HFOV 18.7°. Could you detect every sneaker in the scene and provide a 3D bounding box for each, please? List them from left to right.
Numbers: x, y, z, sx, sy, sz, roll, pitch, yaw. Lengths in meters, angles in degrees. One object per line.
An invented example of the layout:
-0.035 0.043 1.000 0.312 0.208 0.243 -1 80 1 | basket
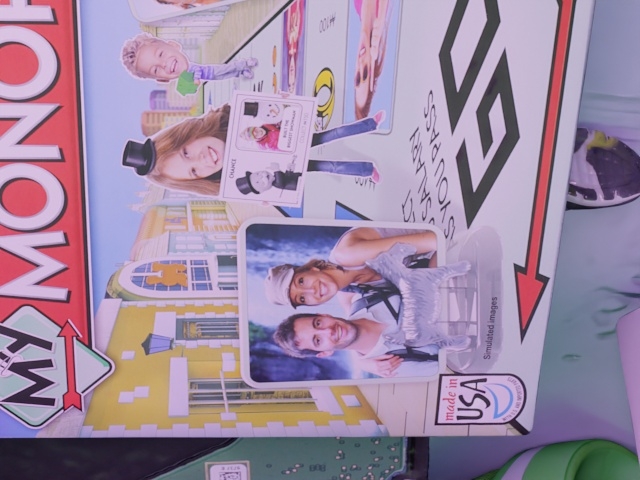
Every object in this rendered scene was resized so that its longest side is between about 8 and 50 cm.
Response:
0.085 -0.024 0.758 0.083 0.031 0.035 2 160 1 | sneaker

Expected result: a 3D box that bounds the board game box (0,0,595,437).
-0.028 -0.073 0.566 0.213 0.046 0.317 0 127 -4 | board game box

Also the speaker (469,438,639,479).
0.046 0.203 1.012 0.296 0.131 0.131 -30 138 35 | speaker

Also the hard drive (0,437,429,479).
-0.075 0.026 0.723 0.237 0.064 0.339 -2 131 -1 | hard drive

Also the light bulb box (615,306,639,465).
0.339 0.193 0.797 0.361 0.358 0.225 27 136 -38 | light bulb box
